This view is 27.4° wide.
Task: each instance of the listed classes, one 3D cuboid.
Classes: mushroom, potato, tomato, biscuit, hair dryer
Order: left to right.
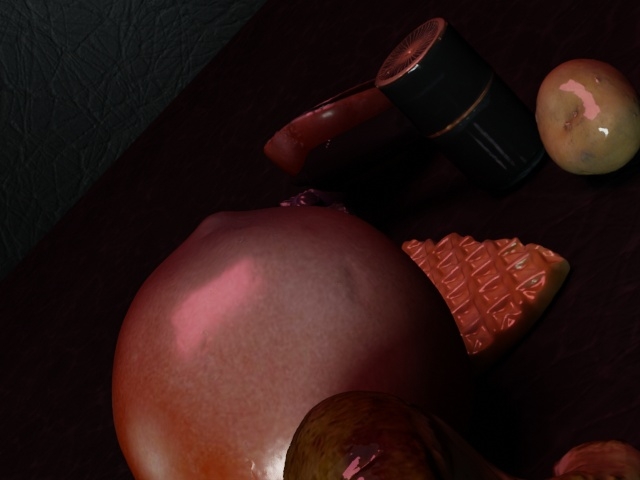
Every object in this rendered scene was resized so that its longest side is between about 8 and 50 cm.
[{"bbox_3d":[-0.027,0.120,1.148,0.321,0.321,0.321,-41,22,21],"label":"tomato"},{"bbox_3d":[0.034,-0.119,1.709,0.199,0.112,0.228,-25,-8,-2],"label":"tomato"},{"bbox_3d":[0.087,-0.110,1.534,0.352,0.189,0.107,-25,28,50],"label":"hair dryer"},{"bbox_3d":[0.113,0.078,1.351,0.204,0.040,0.309,-54,21,-14],"label":"biscuit"},{"bbox_3d":[0.085,0.205,0.884,0.254,0.267,0.267,-58,22,-5],"label":"mushroom"},{"bbox_3d":[0.270,-0.127,1.311,0.112,0.112,0.147,-44,28,13],"label":"potato"}]

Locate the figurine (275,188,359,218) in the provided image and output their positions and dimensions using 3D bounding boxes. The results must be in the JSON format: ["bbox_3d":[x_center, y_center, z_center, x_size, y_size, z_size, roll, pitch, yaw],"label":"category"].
[{"bbox_3d":[0.000,0.000,1.605,0.145,0.145,0.222,-51,31,-6],"label":"figurine"}]
